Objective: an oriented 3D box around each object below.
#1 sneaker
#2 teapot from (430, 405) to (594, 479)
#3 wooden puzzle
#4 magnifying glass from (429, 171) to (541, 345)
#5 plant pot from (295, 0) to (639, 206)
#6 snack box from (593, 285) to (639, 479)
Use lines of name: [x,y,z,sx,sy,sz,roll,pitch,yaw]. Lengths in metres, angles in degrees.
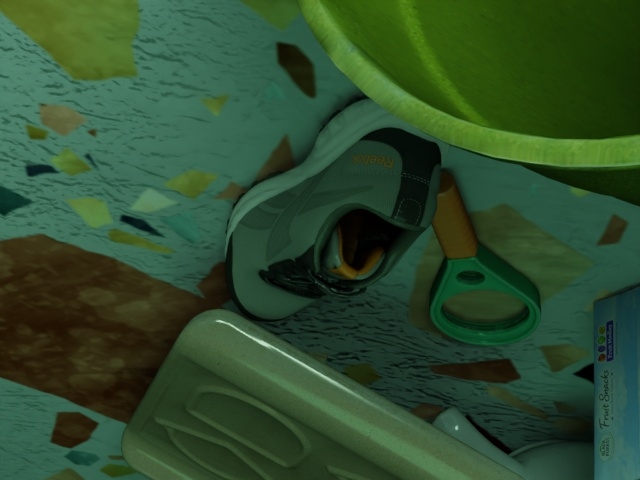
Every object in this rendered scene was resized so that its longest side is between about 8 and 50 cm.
sneaker: [0.000,0.000,1.053,0.100,0.108,0.271,18,146,-20]
teapot: [0.231,0.286,1.385,0.252,0.187,0.256,-5,122,-17]
wooden puzzle: [-0.003,0.191,1.288,0.322,0.080,0.348,30,149,-3]
magnifying glass: [0.117,0.021,1.139,0.092,0.026,0.231,-6,144,17]
plant pot: [0.230,-0.145,0.628,0.366,0.366,0.353,-19,151,32]
snack box: [0.309,0.157,1.178,0.207,0.174,0.070,32,140,-32]
